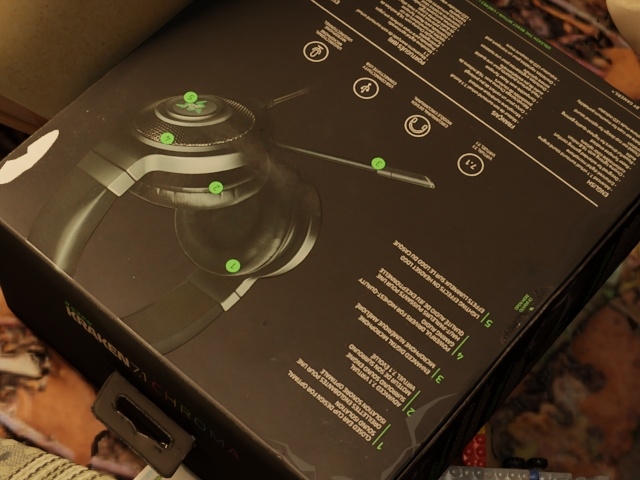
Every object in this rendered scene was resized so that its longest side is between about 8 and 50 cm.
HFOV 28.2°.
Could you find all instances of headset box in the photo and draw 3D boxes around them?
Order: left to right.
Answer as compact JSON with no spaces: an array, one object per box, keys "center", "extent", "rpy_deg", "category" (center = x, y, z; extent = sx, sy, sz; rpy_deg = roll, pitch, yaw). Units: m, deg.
[{"center":[0.000,0.000,0.655],"extent":[0.246,0.131,0.283],"rpy_deg":[37,65,16],"category":"headset box"}]

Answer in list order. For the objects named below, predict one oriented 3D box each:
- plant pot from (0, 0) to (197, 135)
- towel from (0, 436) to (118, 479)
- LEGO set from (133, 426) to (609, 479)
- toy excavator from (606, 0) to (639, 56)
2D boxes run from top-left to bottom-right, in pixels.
[{"center":[-0.130,-0.199,0.686],"extent":[0.256,0.256,0.274],"rpy_deg":[22,83,-3],"category":"plant pot"},{"center":[-0.188,0.192,0.474],"extent":[0.312,0.324,0.056],"rpy_deg":[-36,122,-38],"category":"towel"},{"center":[0.028,0.127,0.679],"extent":[0.182,0.060,0.244],"rpy_deg":[45,66,2],"category":"LEGO set"},{"center":[0.113,-0.340,0.759],"extent":[0.222,0.433,0.445],"rpy_deg":[-35,50,-22],"category":"toy excavator"}]
